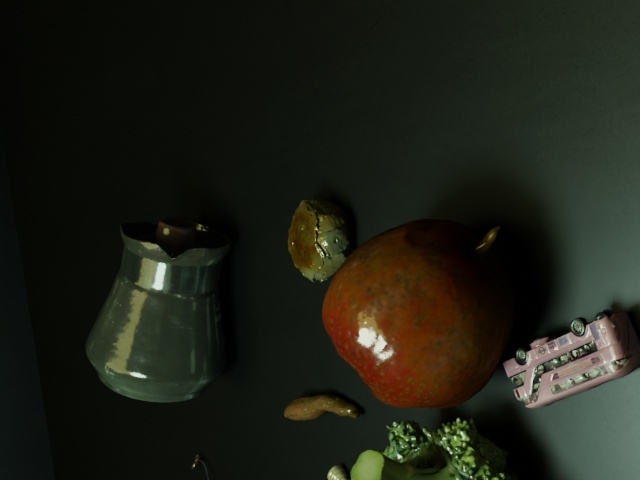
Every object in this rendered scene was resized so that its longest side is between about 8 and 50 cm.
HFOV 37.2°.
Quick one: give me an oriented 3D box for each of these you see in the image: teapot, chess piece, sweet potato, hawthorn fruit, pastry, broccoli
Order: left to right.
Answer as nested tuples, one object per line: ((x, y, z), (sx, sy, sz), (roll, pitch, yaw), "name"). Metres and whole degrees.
((-0.334, 0.124, 2.072), (0.376, 0.305, 0.362), (-111, 33, -73), "teapot")
((-0.005, -0.001, 1.700), (0.153, 0.081, 0.153), (26, 122, 52), "pastry")
((0.005, 0.314, 1.785), (0.214, 0.050, 0.050), (-15, 84, 50), "sweet potato")
((0.053, 0.456, 1.755), (0.092, 0.035, 0.035), (35, 125, 42), "chess piece")
((0.162, 0.086, 1.343), (0.298, 0.277, 0.277), (-50, 54, 24), "hawthorn fruit")
((0.177, 0.383, 1.403), (0.288, 0.235, 0.260), (-10, 113, 52), "broccoli")

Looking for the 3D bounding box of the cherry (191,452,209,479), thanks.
((-0.262, 0.605, 2.212), (0.225, 0.090, 0.107), (-119, 21, -56), "cherry")

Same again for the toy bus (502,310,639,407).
((0.332, 0.159, 1.260), (0.203, 0.063, 0.090), (-38, 67, 51), "toy bus")
